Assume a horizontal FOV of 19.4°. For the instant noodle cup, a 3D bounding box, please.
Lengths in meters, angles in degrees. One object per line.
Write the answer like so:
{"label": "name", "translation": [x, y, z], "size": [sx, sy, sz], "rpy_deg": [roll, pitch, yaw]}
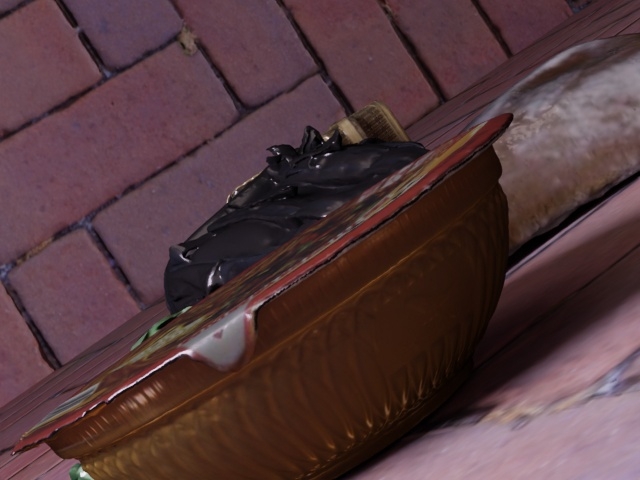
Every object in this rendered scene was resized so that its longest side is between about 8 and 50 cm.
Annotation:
{"label": "instant noodle cup", "translation": [-0.005, 0.052, 0.852], "size": [0.274, 0.091, 0.274], "rpy_deg": [-33, 3, 2]}

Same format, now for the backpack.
{"label": "backpack", "translation": [0.000, 0.000, 1.306], "size": [0.206, 0.133, 0.258], "rpy_deg": [-39, 13, -28]}

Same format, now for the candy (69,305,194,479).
{"label": "candy", "translation": [-0.118, 0.140, 0.998], "size": [0.305, 0.083, 0.091], "rpy_deg": [-51, -22, -46]}

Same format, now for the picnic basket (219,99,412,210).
{"label": "picnic basket", "translation": [0.011, -0.025, 1.490], "size": [0.164, 0.115, 0.079], "rpy_deg": [-30, 7, 42]}

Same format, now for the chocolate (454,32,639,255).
{"label": "chocolate", "translation": [0.130, -0.055, 1.151], "size": [0.254, 0.080, 0.157], "rpy_deg": [-35, 4, -17]}
